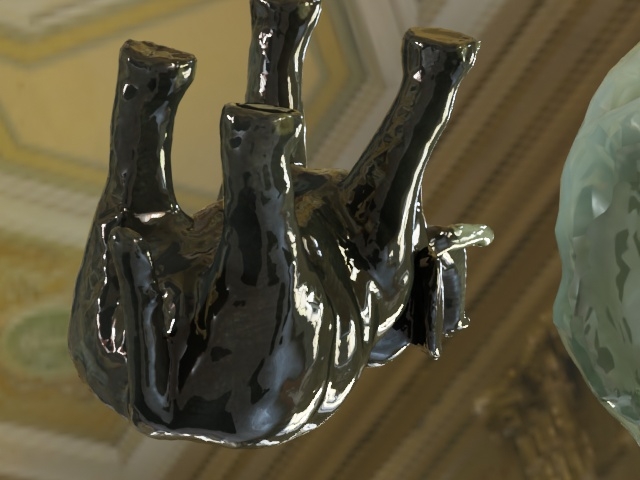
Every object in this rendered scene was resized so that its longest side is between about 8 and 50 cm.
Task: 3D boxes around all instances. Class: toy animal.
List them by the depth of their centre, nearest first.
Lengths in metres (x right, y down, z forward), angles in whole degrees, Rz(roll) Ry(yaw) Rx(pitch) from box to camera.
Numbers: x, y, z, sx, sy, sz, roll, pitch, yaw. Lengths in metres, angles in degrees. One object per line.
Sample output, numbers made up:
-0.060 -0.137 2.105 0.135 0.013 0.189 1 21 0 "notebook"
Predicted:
0.003 -0.010 0.648 0.082 0.269 0.137 15 -76 23 "toy animal"

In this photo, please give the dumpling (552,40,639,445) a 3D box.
0.230 -0.041 0.527 0.321 0.270 0.212 -26 -32 25 "dumpling"
